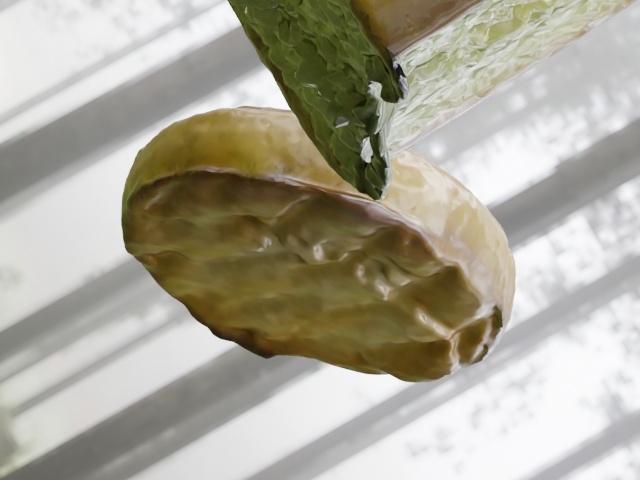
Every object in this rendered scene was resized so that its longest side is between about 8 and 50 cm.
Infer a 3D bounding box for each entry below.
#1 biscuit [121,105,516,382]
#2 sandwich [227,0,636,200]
[{"bbox_3d":[0.000,0.000,1.426,0.296,0.102,0.296,15,-25,8],"label":"biscuit"},{"bbox_3d":[0.076,-0.127,0.493,0.128,0.235,0.122,57,-3,4],"label":"sandwich"}]
